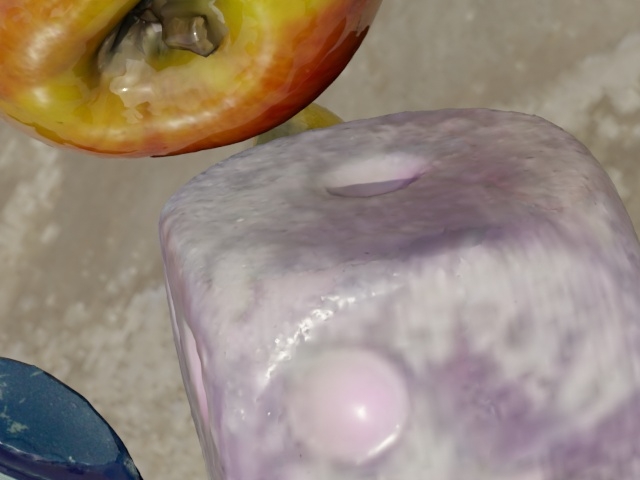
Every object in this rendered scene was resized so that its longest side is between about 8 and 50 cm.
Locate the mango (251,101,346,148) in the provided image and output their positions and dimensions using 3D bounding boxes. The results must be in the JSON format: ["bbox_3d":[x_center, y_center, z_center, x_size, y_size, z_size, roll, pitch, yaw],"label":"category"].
[{"bbox_3d":[0.007,0.005,1.954,0.142,0.195,0.332,-39,35,43],"label":"mango"}]

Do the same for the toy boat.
[{"bbox_3d":[-0.213,0.168,1.157,0.291,0.220,0.067,-52,9,52],"label":"toy boat"}]

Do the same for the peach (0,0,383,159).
[{"bbox_3d":[-0.090,-0.175,0.888,0.281,0.238,0.281,-23,49,28],"label":"peach"}]

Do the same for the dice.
[{"bbox_3d":[0.054,0.083,1.159,0.270,0.271,0.270,-13,22,-7],"label":"dice"}]
